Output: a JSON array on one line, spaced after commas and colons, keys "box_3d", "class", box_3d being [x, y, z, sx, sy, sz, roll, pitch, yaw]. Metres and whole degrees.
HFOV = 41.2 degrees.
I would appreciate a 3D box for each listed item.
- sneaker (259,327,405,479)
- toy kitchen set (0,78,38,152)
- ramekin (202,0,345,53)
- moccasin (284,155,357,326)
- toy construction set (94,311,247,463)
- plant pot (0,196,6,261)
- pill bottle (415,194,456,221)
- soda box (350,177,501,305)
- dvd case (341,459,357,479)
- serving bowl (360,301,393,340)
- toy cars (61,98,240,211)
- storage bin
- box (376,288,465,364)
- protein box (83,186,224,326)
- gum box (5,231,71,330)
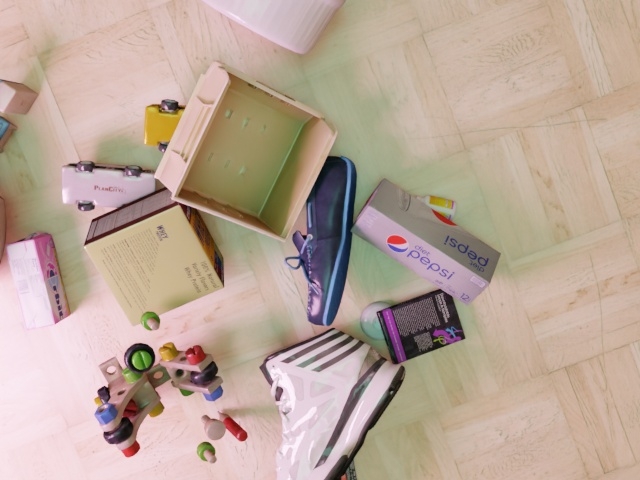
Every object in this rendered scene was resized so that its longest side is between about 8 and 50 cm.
[{"box_3d": [-0.044, 0.377, 1.753, 0.257, 0.169, 0.447, 34, 94, 15], "class": "sneaker"}, {"box_3d": [-0.706, -0.255, 1.702, 0.166, 0.122, 0.207, 33, 96, -2], "class": "toy kitchen set"}, {"box_3d": [-0.102, -0.463, 1.597, 0.277, 0.277, 0.135, 30, 104, -2], "class": "ramekin"}, {"box_3d": [0.000, 0.000, 1.723, 0.117, 0.138, 0.342, 6, 80, 11], "class": "moccasin"}, {"box_3d": [-0.316, 0.312, 1.735, 0.309, 0.237, 0.257, 37, 81, -24], "class": "toy construction set"}, {"box_3d": [-0.729, -0.038, 1.662, 0.284, 0.284, 0.191, 34, 85, -2], "class": "plant pot"}, {"box_3d": [0.233, -0.068, 1.739, 0.083, 0.043, 0.043, 14, 96, 0], "class": "pill bottle"}, {"box_3d": [0.211, 0.003, 1.706, 0.286, 0.098, 0.091, 33, 137, -1], "class": "soda box"}, {"box_3d": [0.016, 0.497, 1.820, 0.119, 0.013, 0.087, -10, 96, 1], "class": "dvd case"}, {"box_3d": [0.124, 0.170, 1.775, 0.083, 0.027, 0.083, 0, 96, 2], "class": "serving bowl"}, {"box_3d": [-0.341, -0.172, 1.722, 0.394, 0.087, 0.176, -33, 110, 9], "class": "toy cars"}, {"box_3d": [-0.138, -0.170, 1.635, 0.262, 0.123, 0.260, 21, 99, -35], "class": "storage bin"}, {"box_3d": [0.208, 0.175, 1.758, 0.162, 0.029, 0.116, -18, 96, -8], "class": "box"}, {"box_3d": [-0.323, 0.024, 1.688, 0.201, 0.136, 0.199, -23, 116, 4], "class": "protein box"}, {"box_3d": [-0.576, 0.078, 1.742, 0.062, 0.107, 0.188, -12, 96, 2], "class": "gum box"}]
